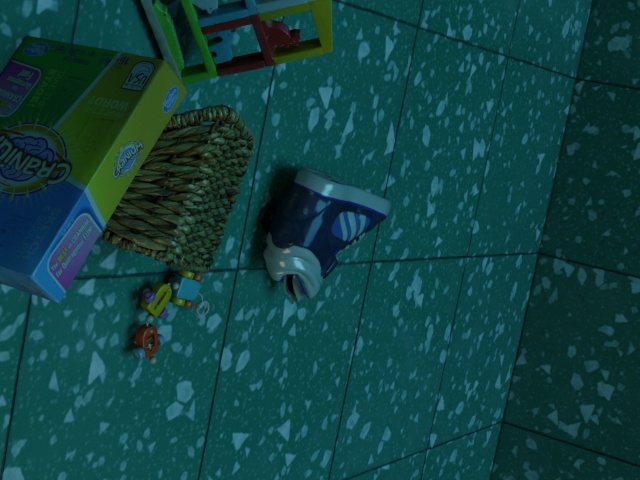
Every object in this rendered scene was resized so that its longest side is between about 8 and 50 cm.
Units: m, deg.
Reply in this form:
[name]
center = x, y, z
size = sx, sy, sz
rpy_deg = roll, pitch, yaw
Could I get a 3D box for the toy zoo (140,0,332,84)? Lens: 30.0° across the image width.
[toy zoo]
center = -0.101, -0.335, 1.744
size = 0.030, 0.293, 0.192
rpy_deg = -95, 171, -45

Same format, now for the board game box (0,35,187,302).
[board game box]
center = -0.340, -0.097, 1.464
size = 0.316, 0.242, 0.064
rpy_deg = -63, 147, -21

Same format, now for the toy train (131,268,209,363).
[toy train]
center = -0.251, 0.113, 1.912
size = 0.166, 0.046, 0.125
rpy_deg = -38, 135, -43

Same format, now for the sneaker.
[sneaker]
center = 0.000, 0.000, 2.223
size = 0.323, 0.130, 0.236
rpy_deg = 13, 101, -65

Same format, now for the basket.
[basket]
center = -0.232, -0.093, 1.643
size = 0.299, 0.214, 0.223
rpy_deg = 34, 76, -84
